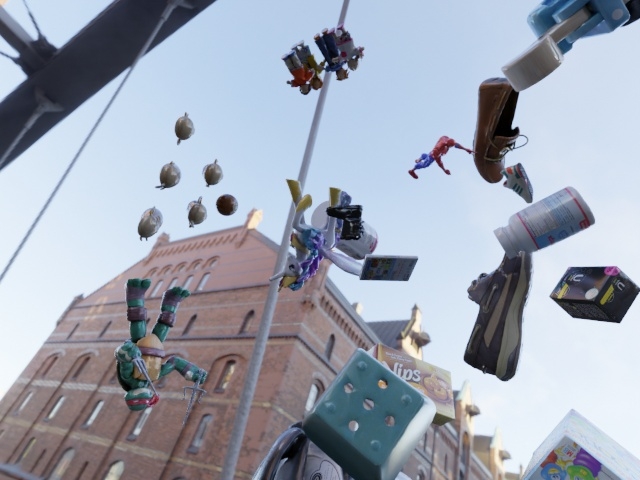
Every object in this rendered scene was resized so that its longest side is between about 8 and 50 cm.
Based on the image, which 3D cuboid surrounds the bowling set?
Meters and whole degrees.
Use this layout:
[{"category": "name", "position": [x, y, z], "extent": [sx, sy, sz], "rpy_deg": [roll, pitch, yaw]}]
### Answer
[{"category": "bowling set", "position": [-0.266, -0.118, 0.900], "extent": [0.200, 0.286, 0.154], "rpy_deg": [17, 5, -21]}]

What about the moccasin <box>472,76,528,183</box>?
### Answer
[{"category": "moccasin", "position": [0.623, -0.366, 1.410], "extent": [0.147, 0.139, 0.379], "rpy_deg": [34, -40, 45]}]

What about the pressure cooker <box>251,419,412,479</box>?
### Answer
[{"category": "pressure cooker", "position": [0.014, 0.641, 0.903], "extent": [0.420, 0.375, 0.370], "rpy_deg": [42, -5, -24]}]

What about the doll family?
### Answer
[{"category": "doll family", "position": [0.012, -0.564, 1.287], "extent": [0.263, 0.118, 0.163], "rpy_deg": [-20, -51, 18]}]

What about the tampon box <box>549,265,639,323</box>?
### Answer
[{"category": "tampon box", "position": [0.755, 0.146, 1.132], "extent": [0.101, 0.120, 0.161], "rpy_deg": [40, -11, -5]}]

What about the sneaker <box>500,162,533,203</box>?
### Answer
[{"category": "sneaker", "position": [0.669, -0.189, 1.392], "extent": [0.076, 0.057, 0.161], "rpy_deg": [-14, -56, 40]}]

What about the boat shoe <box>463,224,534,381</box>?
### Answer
[{"category": "boat shoe", "position": [0.391, 0.122, 0.906], "extent": [0.131, 0.354, 0.132], "rpy_deg": [7, -18, 30]}]

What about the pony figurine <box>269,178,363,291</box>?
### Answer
[{"category": "pony figurine", "position": [0.000, 0.000, 1.381], "extent": [0.351, 0.362, 0.303], "rpy_deg": [7, 5, -40]}]

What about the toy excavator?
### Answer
[{"category": "toy excavator", "position": [0.685, -0.601, 1.152], "extent": [0.445, 0.432, 0.222], "rpy_deg": [-39, -77, 19]}]

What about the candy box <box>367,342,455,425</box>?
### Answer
[{"category": "candy box", "position": [0.314, 0.509, 1.445], "extent": [0.317, 0.182, 0.087], "rpy_deg": [23, -47, -11]}]

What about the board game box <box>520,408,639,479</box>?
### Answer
[{"category": "board game box", "position": [0.478, 0.430, 0.745], "extent": [0.144, 0.142, 0.275], "rpy_deg": [39, 12, 33]}]

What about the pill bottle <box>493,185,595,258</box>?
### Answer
[{"category": "pill bottle", "position": [0.425, -0.029, 0.787], "extent": [0.160, 0.087, 0.087], "rpy_deg": [-31, -58, 22]}]

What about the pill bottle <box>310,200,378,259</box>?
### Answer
[{"category": "pill bottle", "position": [0.099, -0.040, 1.654], "extent": [0.161, 0.160, 0.283], "rpy_deg": [-13, -31, 35]}]

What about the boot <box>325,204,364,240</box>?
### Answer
[{"category": "boot", "position": [0.069, -0.049, 1.161], "extent": [0.121, 0.099, 0.045], "rpy_deg": [-2, -17, 20]}]

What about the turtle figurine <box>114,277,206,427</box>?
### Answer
[{"category": "turtle figurine", "position": [-0.281, 0.187, 0.675], "extent": [0.118, 0.233, 0.175], "rpy_deg": [-14, -26, 16]}]

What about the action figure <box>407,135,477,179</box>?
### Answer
[{"category": "action figure", "position": [0.416, -0.270, 1.399], "extent": [0.139, 0.091, 0.280], "rpy_deg": [32, -12, 0]}]

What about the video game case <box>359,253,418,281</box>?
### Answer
[{"category": "video game case", "position": [0.157, 0.065, 0.951], "extent": [0.122, 0.011, 0.087], "rpy_deg": [2, -43, -7]}]

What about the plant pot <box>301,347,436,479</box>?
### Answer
[{"category": "plant pot", "position": [0.072, 0.271, 0.626], "extent": [0.166, 0.165, 0.234], "rpy_deg": [33, -21, 23]}]
